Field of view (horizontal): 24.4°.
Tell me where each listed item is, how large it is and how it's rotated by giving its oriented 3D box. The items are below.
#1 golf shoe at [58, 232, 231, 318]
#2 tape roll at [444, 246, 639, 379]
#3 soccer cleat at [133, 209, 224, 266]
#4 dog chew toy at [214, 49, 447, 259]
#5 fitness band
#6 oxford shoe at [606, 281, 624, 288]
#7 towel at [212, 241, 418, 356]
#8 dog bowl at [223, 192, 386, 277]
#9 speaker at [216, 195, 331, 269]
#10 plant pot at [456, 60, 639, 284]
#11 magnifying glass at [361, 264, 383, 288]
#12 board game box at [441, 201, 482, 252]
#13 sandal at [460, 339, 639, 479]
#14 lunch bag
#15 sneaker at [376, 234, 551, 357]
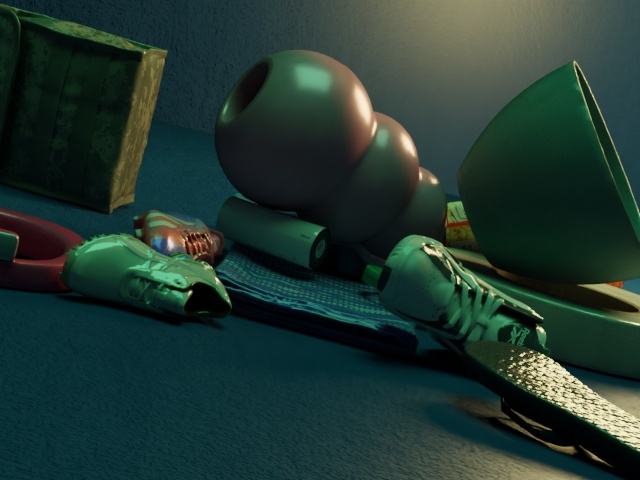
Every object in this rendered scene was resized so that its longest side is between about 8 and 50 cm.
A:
[{"bbox_3d":[-0.163,0.040,1.438,0.176,0.069,0.086,8,16,-36],"label":"golf shoe"},{"bbox_3d":[0.320,0.095,1.962,0.392,0.072,0.392,15,7,-2],"label":"tape roll"},{"bbox_3d":[-0.153,0.007,1.615,0.095,0.083,0.248,1,4,-3],"label":"soccer cleat"},{"bbox_3d":[0.028,-0.091,1.880,0.332,0.206,0.206,37,-2,-23],"label":"dog chew toy"},{"bbox_3d":[-0.371,-0.009,1.459,0.291,0.054,0.209,15,5,-9],"label":"fitness band"},{"bbox_3d":[0.384,0.027,2.406,0.132,0.130,0.363,13,4,39],"label":"oxford shoe"},{"bbox_3d":[-0.006,0.060,1.702,0.243,0.040,0.336,16,7,0],"label":"towel"},{"bbox_3d":[0.000,0.000,2.023,0.297,0.074,0.166,11,8,-22],"label":"dog bowl"},{"bbox_3d":[-0.059,-0.010,1.813,0.136,0.055,0.055,19,8,23],"label":"speaker"},{"bbox_3d":[0.291,-0.061,1.919,0.195,0.290,0.290,-21,-2,15],"label":"plant pot"},{"bbox_3d":[0.152,0.086,1.768,0.231,0.026,0.092,25,5,22],"label":"magnifying glass"},{"bbox_3d":[0.252,-0.006,2.128,0.193,0.045,0.147,-7,-32,1],"label":"board game box"},{"bbox_3d":[0.222,0.165,1.359,0.097,0.054,0.254,-3,28,-46],"label":"sandal"},{"bbox_3d":[-0.384,-0.191,2.051,0.287,0.235,0.169,16,10,6],"label":"lunch bag"},{"bbox_3d":[0.164,0.080,1.544,0.153,0.094,0.235,24,-16,33],"label":"sneaker"}]
